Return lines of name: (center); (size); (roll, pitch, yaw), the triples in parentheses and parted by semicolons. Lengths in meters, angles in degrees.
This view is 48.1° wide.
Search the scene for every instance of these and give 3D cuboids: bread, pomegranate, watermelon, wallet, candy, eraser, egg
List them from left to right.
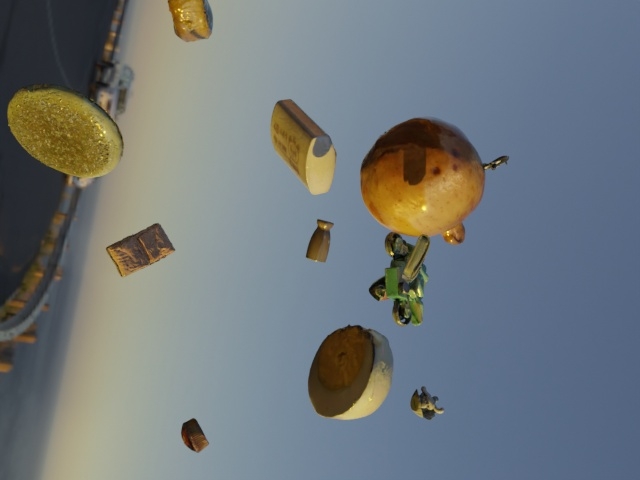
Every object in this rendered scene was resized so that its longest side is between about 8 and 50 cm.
bread: (-0.563, -0.233, 1.580); (0.267, 0.266, 0.041); (122, -12, -50)
candy: (-0.371, -0.682, 1.985); (0.260, 0.117, 0.260); (168, -90, -86)
bread: (-0.316, 0.487, 1.780); (0.085, 0.053, 0.085); (52, -20, 28)
eraser: (-0.052, -0.267, 2.011); (0.270, 0.094, 0.174); (-127, -148, -49)
egg: (0.128, 0.443, 2.333); (0.337, 0.201, 0.337); (-39, -142, 40)
watermelon: (0.245, 0.183, 2.724); (0.125, 0.094, 0.135); (-49, -157, -10)
wallet: (0.241, 0.050, 1.798); (0.110, 0.039, 0.155); (-64, 171, -7)
pomegranate: (0.317, -0.162, 2.141); (0.410, 0.409, 0.410); (-169, -90, -73)

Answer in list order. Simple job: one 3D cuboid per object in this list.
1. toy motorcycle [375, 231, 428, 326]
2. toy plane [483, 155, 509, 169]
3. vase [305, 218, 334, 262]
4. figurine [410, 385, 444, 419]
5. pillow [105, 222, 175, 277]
toy motorcycle: (0.269, 0.124, 2.277); (0.109, 0.198, 0.297); (-9, -101, 42)
toy plane: (0.516, -0.226, 2.112); (0.078, 0.083, 0.031); (21, 51, -82)
vase: (0.000, 0.000, 1.765); (0.053, 0.053, 0.101); (-151, -105, -73)
figurine: (0.304, 0.467, 2.066); (0.082, 0.086, 0.095); (121, -35, -56)
pillow: (-0.619, 0.031, 2.489); (0.043, 0.232, 0.126); (-19, -81, 48)
